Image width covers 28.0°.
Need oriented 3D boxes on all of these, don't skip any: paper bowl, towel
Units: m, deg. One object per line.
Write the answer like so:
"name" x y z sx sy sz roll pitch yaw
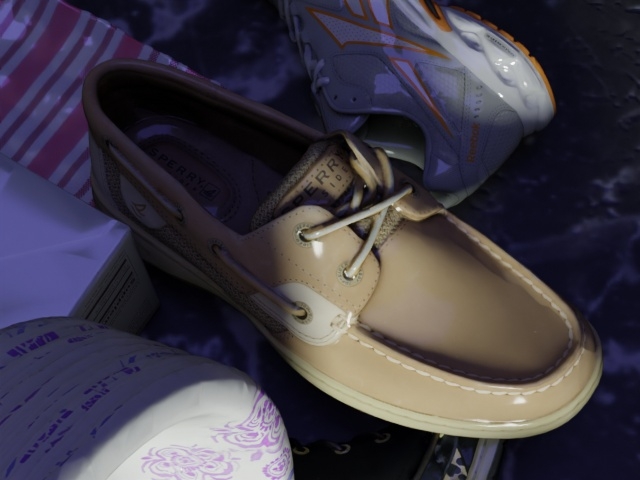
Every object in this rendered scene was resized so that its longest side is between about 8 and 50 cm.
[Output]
"paper bowl" -0.140 0.174 0.585 0.148 0.284 0.284 16 71 23
"towel" -0.177 -0.090 0.861 0.197 0.029 0.144 30 74 10

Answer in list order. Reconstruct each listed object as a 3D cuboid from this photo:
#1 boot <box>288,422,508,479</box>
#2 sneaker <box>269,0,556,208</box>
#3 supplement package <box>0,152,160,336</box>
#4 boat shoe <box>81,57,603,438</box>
"boot" 0.015 0.123 0.758 0.179 0.085 0.236 16 70 9
"sneaker" 0.019 -0.125 0.840 0.262 0.099 0.121 37 79 13
"supplement package" -0.255 0.072 0.743 0.204 0.145 0.262 30 73 10
"boat shoe" 0.000 0.000 0.730 0.341 0.110 0.121 25 60 19
